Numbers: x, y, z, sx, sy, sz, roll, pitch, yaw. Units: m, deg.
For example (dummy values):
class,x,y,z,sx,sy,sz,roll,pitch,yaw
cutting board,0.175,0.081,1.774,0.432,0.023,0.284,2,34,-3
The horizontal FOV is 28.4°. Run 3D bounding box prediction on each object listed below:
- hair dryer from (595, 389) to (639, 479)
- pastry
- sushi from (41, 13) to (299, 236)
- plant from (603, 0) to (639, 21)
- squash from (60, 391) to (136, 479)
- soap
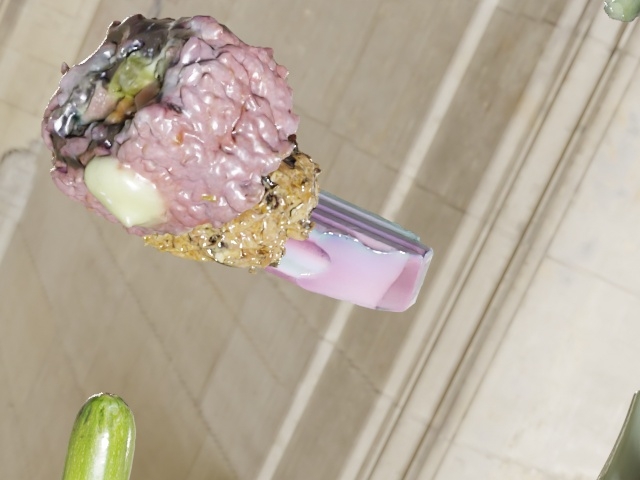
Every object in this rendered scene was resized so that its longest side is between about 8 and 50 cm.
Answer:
class,x,y,z,sx,sy,sz,roll,pitch,yaw
hair dryer,0.328,0.226,1.230,0.088,0.225,0.219,27,-135,-11
pastry,-0.128,-0.051,1.647,0.274,0.193,0.275,15,-150,-9
sushi,-0.160,-0.116,1.308,0.270,0.237,0.171,0,148,46
plant,0.491,-0.400,1.820,0.142,0.203,0.131,44,162,10
squash,-0.229,0.264,1.251,0.069,0.239,0.069,13,-170,-2
soap,0.000,0.000,1.920,0.323,0.109,0.193,24,-160,16
